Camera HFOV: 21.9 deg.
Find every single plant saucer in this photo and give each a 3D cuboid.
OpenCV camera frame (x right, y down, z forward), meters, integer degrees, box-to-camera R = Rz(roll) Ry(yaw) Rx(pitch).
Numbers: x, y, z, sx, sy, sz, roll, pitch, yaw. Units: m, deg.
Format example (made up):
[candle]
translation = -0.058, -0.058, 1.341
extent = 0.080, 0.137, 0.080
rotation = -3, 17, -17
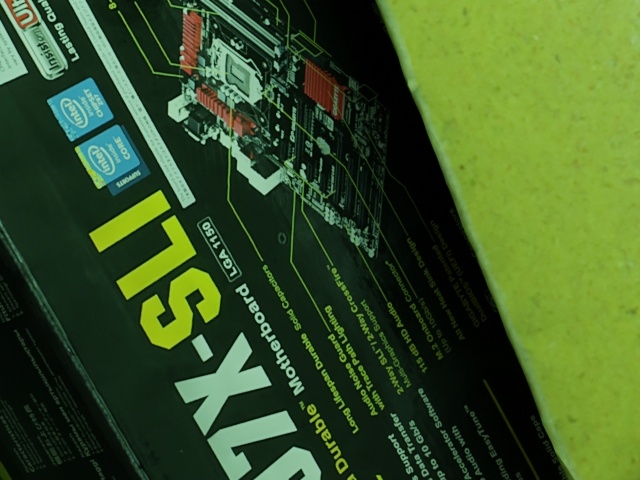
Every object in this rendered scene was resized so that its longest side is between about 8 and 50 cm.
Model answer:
[plant saucer]
translation = 0.125, -0.092, 0.579
extent = 0.333, 0.081, 0.332
rotation = -9, 75, -60

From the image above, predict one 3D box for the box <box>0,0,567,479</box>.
[box]
translation = 0.000, 0.000, 0.537
extent = 0.257, 0.079, 0.322
rotation = -36, 100, -40
